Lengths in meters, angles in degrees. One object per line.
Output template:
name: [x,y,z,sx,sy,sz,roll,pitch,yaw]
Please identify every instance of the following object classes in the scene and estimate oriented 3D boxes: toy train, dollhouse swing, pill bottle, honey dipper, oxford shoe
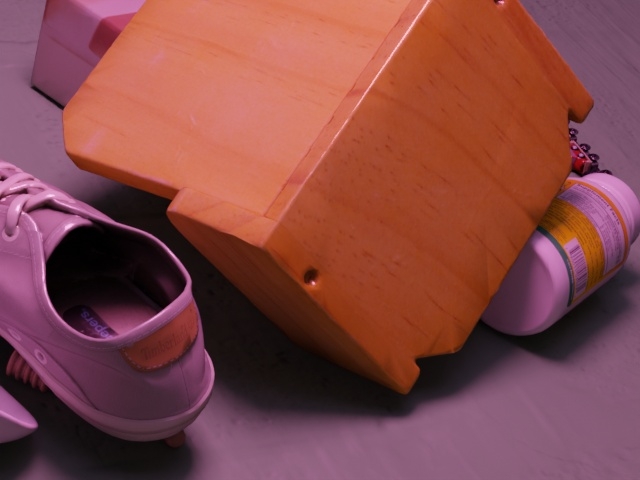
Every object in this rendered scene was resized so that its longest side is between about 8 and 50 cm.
toy train: [0.290,-0.093,2.077,0.036,0.027,0.158,-10,40,-18]
dollhouse swing: [-0.004,-0.093,1.716,0.305,0.315,0.346,8,59,50]
pill bottle: [0.235,0.005,1.820,0.118,0.117,0.208,32,36,22]
honey dipper: [-0.185,0.133,1.532,0.161,0.030,0.030,25,33,6]
oxford shoe: [-0.261,-0.004,1.536,0.449,0.130,0.169,34,50,26]

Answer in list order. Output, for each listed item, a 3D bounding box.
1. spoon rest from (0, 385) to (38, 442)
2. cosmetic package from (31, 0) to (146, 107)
spoon rest: [-0.337,0.077,1.475,0.276,0.084,0.137,29,-4,22]
cosmetic package: [-0.139,-0.161,1.896,0.296,0.129,0.153,34,36,25]
